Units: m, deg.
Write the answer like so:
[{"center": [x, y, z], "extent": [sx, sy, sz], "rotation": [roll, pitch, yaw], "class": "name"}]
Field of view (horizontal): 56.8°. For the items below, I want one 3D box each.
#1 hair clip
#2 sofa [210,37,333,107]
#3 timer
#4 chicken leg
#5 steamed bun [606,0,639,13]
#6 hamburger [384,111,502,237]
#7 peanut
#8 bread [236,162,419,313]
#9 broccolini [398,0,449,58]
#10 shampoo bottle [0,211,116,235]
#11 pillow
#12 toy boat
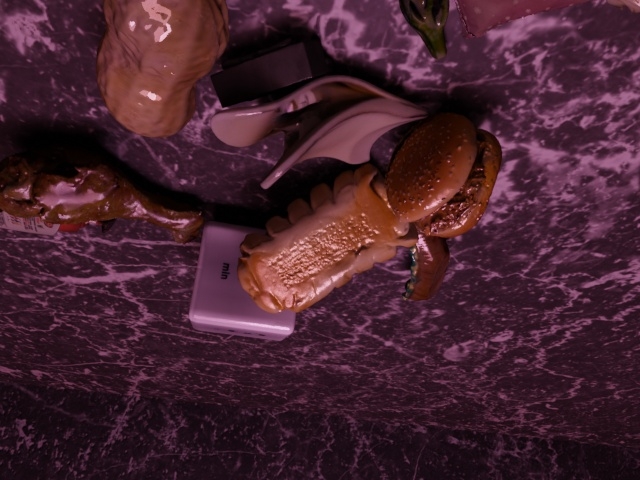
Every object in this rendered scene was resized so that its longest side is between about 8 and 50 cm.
[{"center": [-0.011, -0.157, 0.843], "extent": [0.282, 0.113, 0.172], "rotation": [-23, 175, -33], "class": "hair clip"}, {"center": [-0.067, -0.231, 0.801], "extent": [0.147, 0.085, 0.060], "rotation": [-12, 103, 27], "class": "sofa"}, {"center": [-0.146, 0.086, 1.173], "extent": [0.195, 0.194, 0.192], "rotation": [8, 165, -8], "class": "timer"}, {"center": [-0.369, -0.083, 1.022], "extent": [0.361, 0.140, 0.211], "rotation": [7, 172, -23], "class": "chicken leg"}, {"center": [0.365, -0.301, 0.471], "extent": [0.268, 0.207, 0.280], "rotation": [31, -171, 37], "class": "steamed bun"}, {"center": [0.172, -0.091, 0.869], "extent": [0.118, 0.191, 0.182], "rotation": [19, 154, -19], "class": "hamburger"}, {"center": [-0.202, -0.236, 0.735], "extent": [0.149, 0.149, 0.313], "rotation": [17, 147, -19], "class": "peanut"}, {"center": [0.000, 0.000, 1.027], "extent": [0.311, 0.121, 0.173], "rotation": [-30, 105, 5], "class": "bread"}, {"center": [0.116, -0.271, 0.686], "extent": [0.091, 0.068, 0.202], "rotation": [7, 154, 30], "class": "broccolini"}, {"center": [-0.535, -0.064, 1.131], "extent": [0.284, 0.071, 0.153], "rotation": [12, 146, -17], "class": "shampoo bottle"}, {"center": [0.234, -0.292, 0.667], "extent": [0.185, 0.043, 0.118], "rotation": [-10, 143, 22], "class": "pillow"}, {"center": [0.202, 0.030, 1.165], "extent": [0.099, 0.108, 0.293], "rotation": [27, 153, 27], "class": "toy boat"}]
